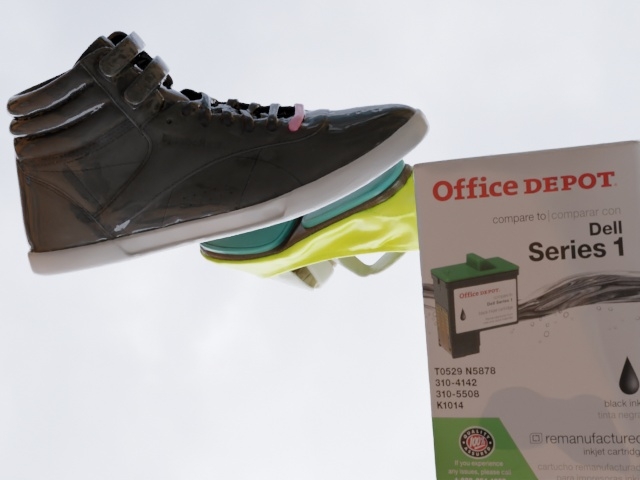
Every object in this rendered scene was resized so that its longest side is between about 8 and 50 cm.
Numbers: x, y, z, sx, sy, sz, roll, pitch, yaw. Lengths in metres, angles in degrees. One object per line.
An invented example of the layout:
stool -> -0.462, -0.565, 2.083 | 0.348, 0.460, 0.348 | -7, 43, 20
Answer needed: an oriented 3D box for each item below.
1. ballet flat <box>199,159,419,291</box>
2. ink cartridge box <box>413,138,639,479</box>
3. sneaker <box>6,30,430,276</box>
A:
ballet flat -> 0.000, 0.000, 1.163 | 0.231, 0.077, 0.077 | -15, -148, 44
ink cartridge box -> 0.152, 0.048, 0.986 | 0.160, 0.219, 0.093 | -5, 180, 31
sneaker -> -0.081, -0.082, 1.045 | 0.296, 0.146, 0.104 | -15, -165, 7
